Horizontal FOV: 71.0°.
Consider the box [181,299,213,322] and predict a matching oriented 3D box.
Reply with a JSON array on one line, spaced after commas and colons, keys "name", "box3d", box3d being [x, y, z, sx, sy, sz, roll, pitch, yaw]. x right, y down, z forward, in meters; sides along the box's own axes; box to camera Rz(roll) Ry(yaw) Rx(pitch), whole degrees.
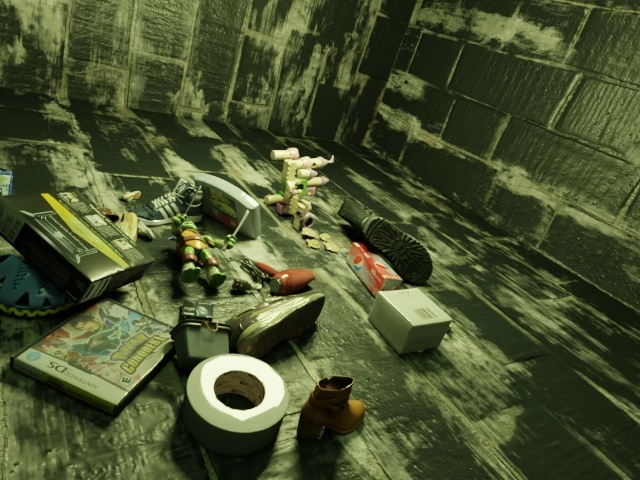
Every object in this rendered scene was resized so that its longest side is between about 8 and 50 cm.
[{"name": "box", "box3d": [-0.338, 0.195, 1.235, 0.084, 0.018, 0.067, 11, 25, -17]}]

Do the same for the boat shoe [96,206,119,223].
[{"name": "boat shoe", "box3d": [-0.728, -0.059, 1.427, 0.073, 0.073, 0.207, 20, 24, 8]}]

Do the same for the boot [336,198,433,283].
[{"name": "boot", "box3d": [0.267, -0.010, 1.958, 0.367, 0.146, 0.445, 45, -1, -18]}]

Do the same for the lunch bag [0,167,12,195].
[{"name": "lunch bag", "box3d": [-1.029, -0.164, 1.364, 0.152, 0.128, 0.096, 6, 28, -30]}]

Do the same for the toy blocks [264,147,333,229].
[{"name": "toy blocks", "box3d": [-0.058, -0.240, 2.028, 0.260, 0.288, 0.309, -9, 33, -37]}]

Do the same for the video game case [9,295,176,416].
[{"name": "video game case", "box3d": [-0.479, 0.243, 1.012, 0.249, 0.035, 0.275, 21, 24, 6]}]

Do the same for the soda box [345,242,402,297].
[{"name": "soda box", "box3d": [0.196, 0.112, 1.703, 0.084, 0.092, 0.263, 8, 25, -29]}]

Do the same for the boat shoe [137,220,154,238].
[{"name": "boat shoe", "box3d": [-0.598, -0.030, 1.515, 0.100, 0.035, 0.035, 37, 57, 27]}]

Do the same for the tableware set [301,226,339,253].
[{"name": "tableware set", "box3d": [0.000, 0.000, 1.882, 0.169, 0.020, 0.141, 14, 29, -23]}]

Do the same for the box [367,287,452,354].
[{"name": "box", "box3d": [0.283, 0.253, 1.435, 0.181, 0.118, 0.182, 0, 29, -35]}]

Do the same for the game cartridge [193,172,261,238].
[{"name": "game cartridge", "box3d": [-0.359, -0.140, 1.718, 0.295, 0.195, 0.060, 28, 50, 19]}]

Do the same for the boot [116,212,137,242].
[{"name": "boot", "box3d": [-0.662, -0.011, 1.343, 0.204, 0.095, 0.261, 8, 36, -23]}]

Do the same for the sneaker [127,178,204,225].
[{"name": "sneaker", "box3d": [-0.552, -0.141, 1.627, 0.283, 0.153, 0.099, -6, 33, -43]}]

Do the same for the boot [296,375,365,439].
[{"name": "boot", "box3d": [0.047, 0.359, 1.000, 0.197, 0.152, 0.073, -4, 33, -41]}]

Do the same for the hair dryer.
[{"name": "hair dryer", "box3d": [-0.152, 0.103, 1.491, 0.294, 0.080, 0.223, 12, 24, -16]}]

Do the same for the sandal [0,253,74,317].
[{"name": "sandal", "box3d": [-0.720, 0.093, 1.039, 0.318, 0.138, 0.126, 6, 25, -30]}]

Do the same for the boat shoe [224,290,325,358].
[{"name": "boat shoe", "box3d": [-0.120, 0.200, 1.246, 0.130, 0.132, 0.356, 32, 26, 27]}]

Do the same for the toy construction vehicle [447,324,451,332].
[{"name": "toy construction vehicle", "box3d": [0.413, 0.286, 1.562, 0.086, 0.035, 0.098, 30, 26, 24]}]

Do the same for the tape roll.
[{"name": "tape roll", "box3d": [-0.182, 0.345, 0.966, 0.220, 0.072, 0.219, 15, 25, -7]}]

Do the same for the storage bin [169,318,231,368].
[{"name": "storage bin", "box3d": [-0.274, 0.247, 1.057, 0.135, 0.098, 0.091, 16, 42, -39]}]

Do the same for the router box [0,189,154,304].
[{"name": "router box", "box3d": [-0.619, 0.002, 1.138, 0.309, 0.081, 0.243, 41, 17, 5]}]

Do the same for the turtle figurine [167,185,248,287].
[{"name": "turtle figurine", "box3d": [-0.358, -0.006, 1.388, 0.275, 0.197, 0.266, -25, 53, 2]}]

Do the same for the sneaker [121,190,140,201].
[{"name": "sneaker", "box3d": [-0.728, -0.177, 1.725, 0.037, 0.031, 0.083, 24, 24, 11]}]
